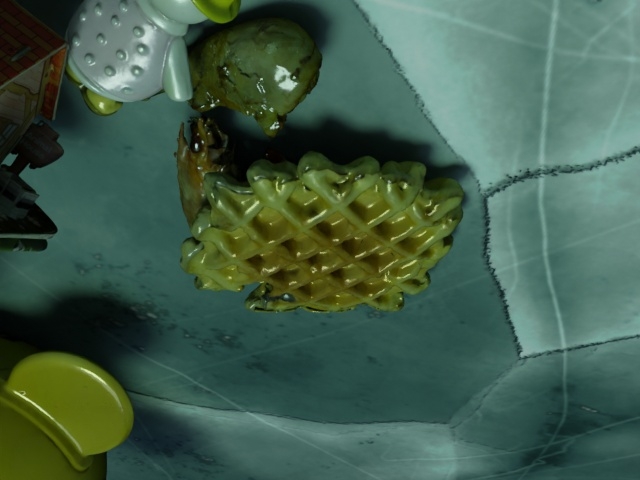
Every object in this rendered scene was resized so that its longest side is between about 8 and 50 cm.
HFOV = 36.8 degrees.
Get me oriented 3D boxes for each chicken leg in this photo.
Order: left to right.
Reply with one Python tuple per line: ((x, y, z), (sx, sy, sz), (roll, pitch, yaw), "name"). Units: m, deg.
((-0.077, -0.127, 0.767), (0.178, 0.070, 0.093), (1, 104, 26), "chicken leg")

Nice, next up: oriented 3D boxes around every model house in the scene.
((-0.295, -0.138, 0.729), (0.294, 0.154, 0.207), (38, -176, 3), "model house")

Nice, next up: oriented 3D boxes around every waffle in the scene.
((0.000, 0.002, 0.898), (0.261, 0.056, 0.250), (0, 148, -8), "waffle")

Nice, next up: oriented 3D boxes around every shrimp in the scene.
((-0.067, -0.044, 0.890), (0.132, 0.053, 0.236), (4, 146, 9), "shrimp")

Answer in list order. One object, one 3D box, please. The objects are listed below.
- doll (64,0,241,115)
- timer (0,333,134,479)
((-0.125, -0.167, 0.716), (0.207, 0.081, 0.129), (-32, 95, 36), "doll")
((-0.382, 0.276, 1.145), (0.386, 0.376, 0.376), (-1, 142, 9), "timer")
